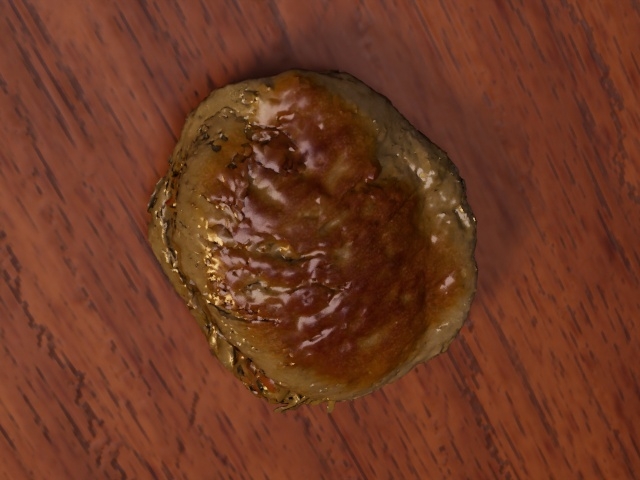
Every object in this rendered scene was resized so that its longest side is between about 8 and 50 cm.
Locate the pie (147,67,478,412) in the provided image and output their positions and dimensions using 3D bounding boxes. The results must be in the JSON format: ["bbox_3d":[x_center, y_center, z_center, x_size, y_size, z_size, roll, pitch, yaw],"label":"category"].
[{"bbox_3d":[0.000,0.000,0.684,0.163,0.079,0.193,-42,111,-6],"label":"pie"}]
